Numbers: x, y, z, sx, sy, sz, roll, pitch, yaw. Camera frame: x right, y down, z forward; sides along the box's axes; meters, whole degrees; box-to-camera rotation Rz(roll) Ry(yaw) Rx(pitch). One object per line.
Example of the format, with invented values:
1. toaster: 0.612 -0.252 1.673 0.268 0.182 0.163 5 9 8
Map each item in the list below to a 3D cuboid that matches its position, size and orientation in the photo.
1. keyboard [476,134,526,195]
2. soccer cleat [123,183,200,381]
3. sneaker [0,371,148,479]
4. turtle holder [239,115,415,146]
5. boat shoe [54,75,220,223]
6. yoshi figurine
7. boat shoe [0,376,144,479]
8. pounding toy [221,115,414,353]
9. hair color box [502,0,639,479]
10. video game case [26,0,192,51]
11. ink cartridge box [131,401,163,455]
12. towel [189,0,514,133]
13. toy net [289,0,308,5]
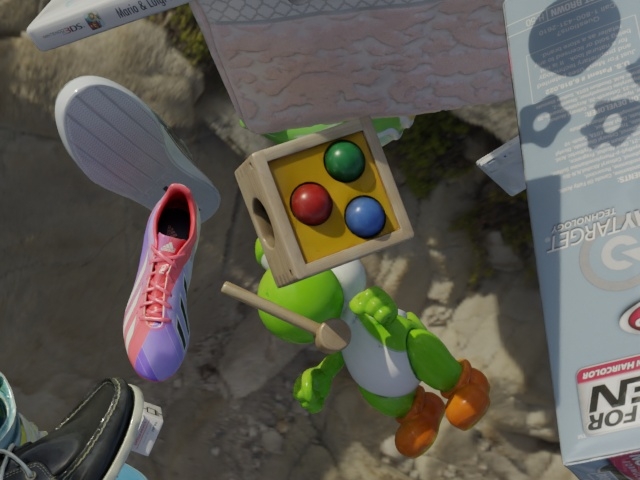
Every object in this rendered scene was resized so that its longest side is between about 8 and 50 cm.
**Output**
1. keyboard: 0.303 -0.131 1.236 0.072 0.256 0.014 34 41 -30
2. soccer cleat: -0.191 0.048 1.288 0.083 0.095 0.248 8 59 -4
3. sneaker: -0.291 0.213 1.019 0.319 0.208 0.127 14 49 -20
4. turtle holder: 0.051 -0.243 1.450 0.227 0.320 0.243 22 38 -53
5. boat shoe: -0.262 -0.127 1.441 0.121 0.335 0.119 -40 55 0
6. yoshi figurine: 0.042 0.133 1.365 0.362 0.203 0.203 45 79 -8
7. boat shoe: -0.225 0.192 0.794 0.233 0.084 0.079 -48 121 -13
8. pounding toy: -0.006 0.008 1.016 0.181 0.094 0.206 -20 88 -19
9. hair color box: 0.228 0.001 0.746 0.185 0.113 0.374 43 37 -46
10. video game case: -0.066 -0.165 0.555 0.019 0.143 0.157 57 38 -32
11. ink cartridge box: -0.215 0.232 1.292 0.028 0.083 0.048 23 91 -12
12. towel: 0.053 -0.206 1.023 0.331 0.317 0.053 -6 67 9
13. toy net: 0.045 -0.195 0.644 0.232 0.045 0.122 -34 49 -7
